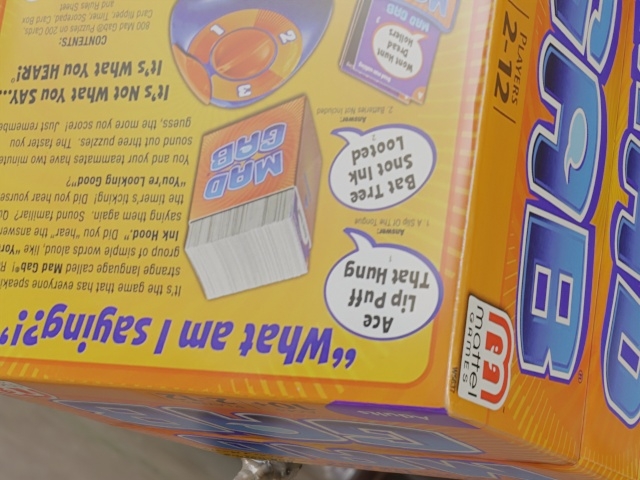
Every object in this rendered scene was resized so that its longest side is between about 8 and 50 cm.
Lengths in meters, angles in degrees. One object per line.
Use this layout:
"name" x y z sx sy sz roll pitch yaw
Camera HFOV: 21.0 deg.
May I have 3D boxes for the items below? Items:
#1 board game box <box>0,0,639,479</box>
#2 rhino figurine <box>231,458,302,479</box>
"board game box" 0.023 -0.042 1.128 0.356 0.356 0.356 1 -14 31
"rhino figurine" -0.083 0.309 1.833 0.106 0.243 0.073 28 -3 -42
